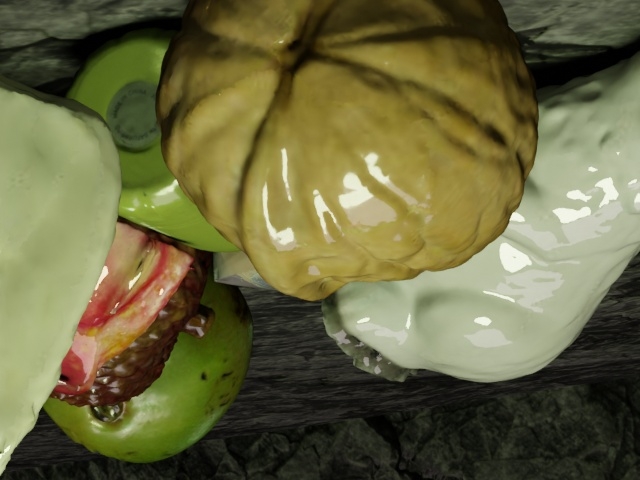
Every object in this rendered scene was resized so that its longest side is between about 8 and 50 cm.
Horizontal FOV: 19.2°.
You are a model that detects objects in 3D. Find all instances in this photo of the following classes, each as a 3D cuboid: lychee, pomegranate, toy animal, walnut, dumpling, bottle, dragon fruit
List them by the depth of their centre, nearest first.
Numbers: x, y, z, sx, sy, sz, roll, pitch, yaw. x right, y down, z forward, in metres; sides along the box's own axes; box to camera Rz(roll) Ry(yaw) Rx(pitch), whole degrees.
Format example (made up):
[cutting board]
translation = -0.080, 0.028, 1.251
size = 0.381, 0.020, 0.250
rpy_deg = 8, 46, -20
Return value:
[dumpling]
translation = -0.293, 0.030, 0.954
size = 0.395, 0.316, 0.233
rpy_deg = 9, 165, 28
[walnut]
translation = 0.016, -0.064, 0.966
size = 0.213, 0.213, 0.213
rpy_deg = -5, 168, -1
[dragon fruit]
translation = -0.232, 0.005, 1.154
size = 0.274, 0.126, 0.161
rpy_deg = 20, 171, 38
[bottle]
translation = -0.064, -0.049, 1.172
size = 0.112, 0.112, 0.260
rpy_deg = -9, 168, 16
[toy animal]
translation = 0.178, -0.027, 1.267
size = 0.357, 0.194, 0.258
rpy_deg = -23, 151, 32
[lychee]
translation = -0.160, 0.024, 1.321
size = 0.194, 0.194, 0.194
rpy_deg = -5, 168, -1
[pomegranate]
translation = -0.125, 0.076, 1.593
size = 0.159, 0.190, 0.241
rpy_deg = -39, 152, 26

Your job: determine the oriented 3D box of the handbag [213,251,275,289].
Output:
[handbag]
translation = 0.000, 0.000, 1.491
size = 0.117, 0.095, 0.173
rpy_deg = -2, 171, -33
